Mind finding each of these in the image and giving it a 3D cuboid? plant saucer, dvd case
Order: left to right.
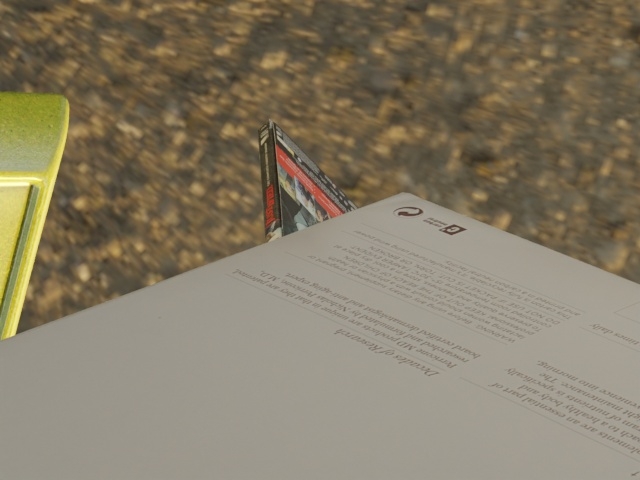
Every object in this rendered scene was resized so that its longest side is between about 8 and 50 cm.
[{"bbox_3d":[-0.225,0.013,1.044,0.188,0.045,0.188,-1,118,-39],"label":"plant saucer"},{"bbox_3d":[0.000,0.000,1.005,0.013,0.119,0.087,-34,123,18],"label":"dvd case"}]

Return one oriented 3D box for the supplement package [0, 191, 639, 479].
[{"bbox_3d":[0.012,0.106,0.451,0.203,0.194,0.149,-21,119,-36],"label":"supplement package"}]
